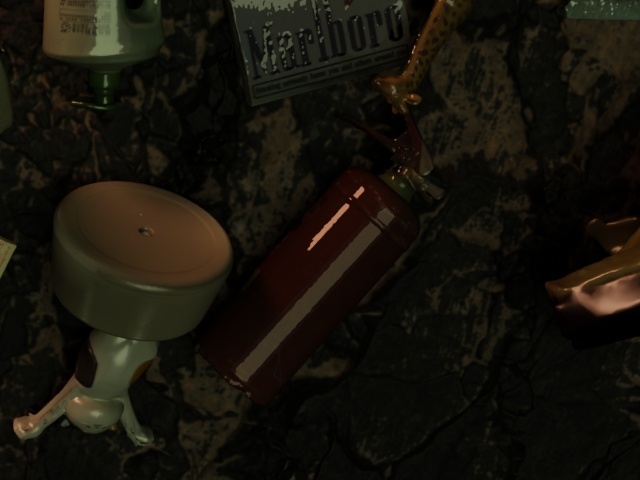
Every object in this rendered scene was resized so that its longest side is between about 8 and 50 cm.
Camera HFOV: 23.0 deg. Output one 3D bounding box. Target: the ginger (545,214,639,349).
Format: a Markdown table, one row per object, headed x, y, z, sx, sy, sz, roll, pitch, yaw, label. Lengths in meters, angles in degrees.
| x | y | z | sx | sy | sz | roll | pitch | yaw | label |
| --- | --- | --- | --- | --- | --- | --- | --- | --- | --- |
| 0.420 | -0.036 | 1.665 | 0.413 | 0.358 | 0.211 | -17 | 77 | 2 | ginger |

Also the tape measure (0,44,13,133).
| x | y | z | sx | sy | sz | roll | pitch | yaw | label |
| --- | --- | --- | --- | --- | --- | --- | --- | --- | --- |
| -0.370 | -0.198 | 1.358 | 0.133 | 0.231 | 0.271 | -36 | 78 | -17 | tape measure |

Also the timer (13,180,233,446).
| x | y | z | sx | sy | sz | roll | pitch | yaw | label |
| --- | --- | --- | --- | --- | --- | --- | --- | --- | --- |
| -0.203 | 0.096 | 1.557 | 0.175 | 0.175 | 0.266 | 7 | 123 | -21 | timer |

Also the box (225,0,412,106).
| x | y | z | sx | sy | sz | roll | pitch | yaw | label |
| --- | --- | --- | --- | --- | --- | --- | --- | --- | --- |
| -0.002 | -0.211 | 1.567 | 0.177 | 0.036 | 0.115 | -16 | 113 | -13 | box |

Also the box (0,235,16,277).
| x | y | z | sx | sy | sz | roll | pitch | yaw | label |
| --- | --- | --- | --- | --- | --- | --- | --- | --- | --- |
| -0.344 | 0.033 | 1.539 | 0.058 | 0.015 | 0.093 | 25 | 97 | -26 | box |

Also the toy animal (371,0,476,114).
| x | y | z | sx | sy | sz | roll | pitch | yaw | label |
| --- | --- | --- | --- | --- | --- | --- | --- | --- | --- |
| 0.121 | -0.260 | 1.561 | 0.149 | 0.054 | 0.275 | 0 | 101 | -40 | toy animal |

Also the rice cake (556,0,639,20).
| x | y | z | sx | sy | sz | roll | pitch | yaw | label |
| --- | --- | --- | --- | --- | --- | --- | --- | --- | --- |
| 0.331 | -0.248 | 1.673 | 0.171 | 0.033 | 0.029 | -3 | 112 | -19 | rice cake |

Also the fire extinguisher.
| x | y | z | sx | sy | sz | roll | pitch | yaw | label |
| --- | --- | --- | --- | --- | --- | --- | --- | --- | --- |
| 0.000 | 0.000 | 1.610 | 0.147 | 0.106 | 0.337 | 41 | 90 | -1 | fire extinguisher |

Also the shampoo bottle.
| x | y | z | sx | sy | sz | roll | pitch | yaw | label |
| --- | --- | --- | --- | --- | --- | --- | --- | --- | --- |
| -0.202 | -0.236 | 1.461 | 0.118 | 0.087 | 0.234 | -4 | 109 | -17 | shampoo bottle |
